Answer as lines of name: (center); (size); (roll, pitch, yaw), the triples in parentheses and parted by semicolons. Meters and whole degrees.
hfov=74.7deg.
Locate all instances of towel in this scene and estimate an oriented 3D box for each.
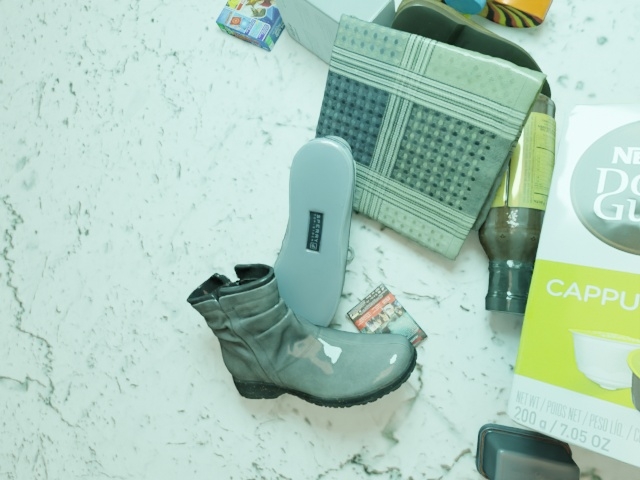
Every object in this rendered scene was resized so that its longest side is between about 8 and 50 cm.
towel: (0.136, -0.157, 0.669); (0.324, 0.056, 0.312); (31, 129, 22)

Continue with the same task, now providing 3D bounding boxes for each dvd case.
dvd case: (0.115, 0.147, 0.735); (0.087, 0.013, 0.119); (-42, 73, 4)

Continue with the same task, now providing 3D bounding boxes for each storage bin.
storage bin: (0.305, 0.339, 0.615); (0.135, 0.091, 0.098); (7, 82, 15)

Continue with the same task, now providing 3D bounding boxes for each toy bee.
toy bee: (0.256, -0.471, 0.752); (0.298, 0.162, 0.195); (42, 98, -12)

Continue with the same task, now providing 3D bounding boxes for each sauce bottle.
sauce bottle: (0.310, -0.055, 0.674); (0.112, 0.111, 0.344); (6, 83, 15)

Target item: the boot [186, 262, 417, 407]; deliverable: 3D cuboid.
boot: (-0.041, 0.137, 0.645); (0.339, 0.118, 0.222); (-13, 113, 21)

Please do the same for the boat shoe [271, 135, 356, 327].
boat shoe: (-0.008, -0.003, 0.734); (0.136, 0.156, 0.366); (12, 112, 11)

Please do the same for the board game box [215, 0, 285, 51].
board game box: (-0.117, -0.521, 0.898); (0.136, 0.035, 0.201); (30, 88, 17)

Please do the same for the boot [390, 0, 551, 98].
boot: (0.261, -0.317, 0.703); (0.305, 0.112, 0.115); (27, 49, -14)

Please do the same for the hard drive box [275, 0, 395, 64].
hard drive box: (0.025, -0.406, 0.769); (0.232, 0.181, 0.089); (43, 91, 16)

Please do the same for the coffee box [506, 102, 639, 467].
coffee box: (0.429, 0.073, 0.465); (0.338, 0.338, 0.334); (11, 82, 31)
